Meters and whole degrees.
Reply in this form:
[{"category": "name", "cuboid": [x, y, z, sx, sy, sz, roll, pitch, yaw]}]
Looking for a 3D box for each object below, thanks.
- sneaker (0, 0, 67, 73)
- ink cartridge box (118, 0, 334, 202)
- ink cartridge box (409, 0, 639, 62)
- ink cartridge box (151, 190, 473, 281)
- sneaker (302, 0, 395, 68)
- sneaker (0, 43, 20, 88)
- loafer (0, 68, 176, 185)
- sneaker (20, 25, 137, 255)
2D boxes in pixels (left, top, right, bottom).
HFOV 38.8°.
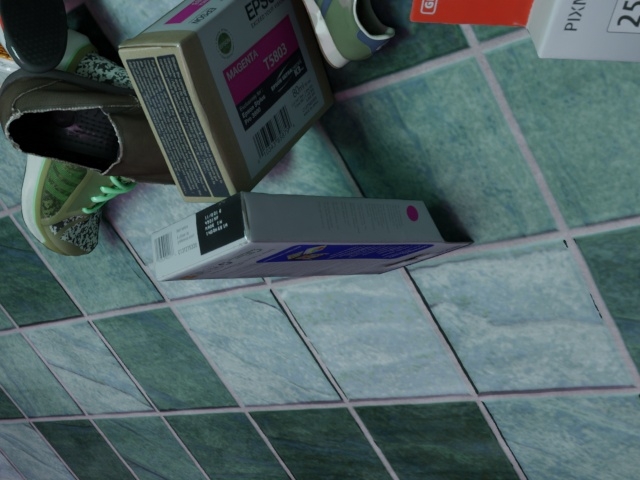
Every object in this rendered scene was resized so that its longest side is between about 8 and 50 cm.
[{"category": "sneaker", "cuboid": [-0.416, -0.313, 1.192, 0.145, 0.090, 0.270, -34, 75, 50]}, {"category": "ink cartridge box", "cuboid": [-0.094, -0.183, 1.021, 0.088, 0.235, 0.193, 4, 129, 32]}, {"category": "ink cartridge box", "cuboid": [0.217, -0.282, 0.763, 0.238, 0.060, 0.275, 0, 134, -7]}, {"category": "ink cartridge box", "cuboid": [0.000, 0.000, 1.090, 0.175, 0.371, 0.069, -21, 72, 44]}, {"category": "sneaker", "cuboid": [0.018, -0.285, 0.987, 0.086, 0.064, 0.192, -11, 119, 32]}, {"category": "sneaker", "cuboid": [-0.511, -0.269, 1.348, 0.262, 0.099, 0.121, 23, 140, 18]}, {"category": "loafer", "cuboid": [-0.236, -0.121, 1.165, 0.365, 0.130, 0.134, 7, 123, -7]}, {"category": "sneaker", "cuboid": [-0.325, -0.105, 1.329, 0.182, 0.158, 0.410, 21, 138, 7]}]
